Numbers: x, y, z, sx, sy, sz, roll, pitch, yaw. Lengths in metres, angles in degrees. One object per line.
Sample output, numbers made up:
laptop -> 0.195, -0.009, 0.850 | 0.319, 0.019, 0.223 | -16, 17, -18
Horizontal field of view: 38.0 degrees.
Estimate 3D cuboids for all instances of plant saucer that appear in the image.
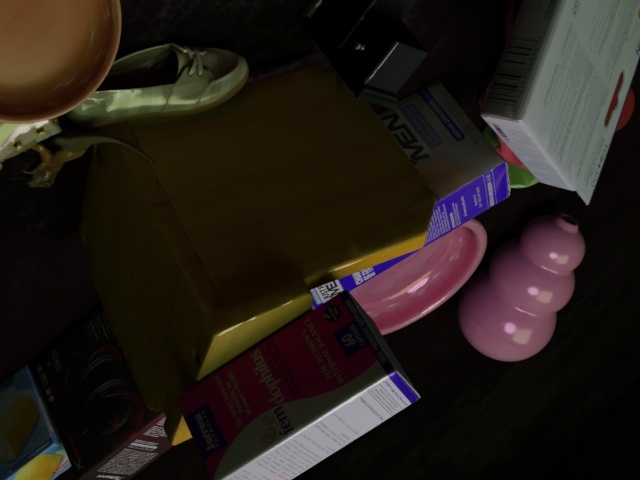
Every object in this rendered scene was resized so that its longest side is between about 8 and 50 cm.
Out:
plant saucer -> 0.141, 0.048, 1.684 | 0.332, 0.084, 0.332 | -23, 148, -15
plant saucer -> -0.291, -0.213, 0.887 | 0.200, 0.037, 0.199 | -10, 111, -29

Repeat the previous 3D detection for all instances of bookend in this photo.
bookend -> 0.073, -0.267, 1.093 | 0.072, 0.157, 0.156 | 6, 134, -47

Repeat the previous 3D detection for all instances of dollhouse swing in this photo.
dollhouse swing -> -0.085, -0.002, 1.148 | 0.305, 0.346, 0.315 | -11, 144, -32

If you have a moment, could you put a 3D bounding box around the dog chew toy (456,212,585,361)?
dog chew toy -> 0.418, 0.086, 1.891 | 0.207, 0.206, 0.331 | -2, 130, -41

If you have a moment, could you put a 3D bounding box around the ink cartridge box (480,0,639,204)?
ink cartridge box -> 0.354, -0.251, 1.296 | 0.330, 0.071, 0.324 | 32, 76, -57

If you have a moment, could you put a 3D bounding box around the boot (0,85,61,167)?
boot -> -0.359, -0.063, 0.970 | 0.203, 0.095, 0.262 | -27, 108, -14

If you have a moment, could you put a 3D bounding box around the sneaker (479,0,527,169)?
sneaker -> 0.292, -0.226, 1.397 | 0.116, 0.136, 0.313 | -48, 137, -33

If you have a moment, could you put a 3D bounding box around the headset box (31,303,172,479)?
headset box -> -0.263, 0.191, 1.392 | 0.293, 0.218, 0.110 | -38, 151, 12

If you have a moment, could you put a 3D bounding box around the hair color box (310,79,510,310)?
hair color box -> 0.083, -0.068, 1.362 | 0.339, 0.185, 0.110 | -32, 150, -2

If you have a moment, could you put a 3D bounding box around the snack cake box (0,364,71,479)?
snack cake box -> -0.506, 0.334, 1.446 | 0.264, 0.152, 0.089 | -37, 149, 8

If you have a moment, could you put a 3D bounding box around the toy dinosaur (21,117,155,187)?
toy dinosaur -> -0.286, -0.112, 1.056 | 0.112, 0.064, 0.211 | 23, 156, -38

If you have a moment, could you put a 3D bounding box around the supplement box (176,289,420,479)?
supplement box -> -0.023, 0.170, 0.996 | 0.220, 0.111, 0.114 | -34, 149, 3

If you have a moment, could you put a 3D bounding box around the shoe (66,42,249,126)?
shoe -> -0.183, -0.182, 1.063 | 0.219, 0.076, 0.058 | -18, 153, -19

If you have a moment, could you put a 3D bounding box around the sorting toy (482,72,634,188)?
sorting toy -> 0.350, -0.165, 1.579 | 0.366, 0.127, 0.126 | -33, 179, 7
